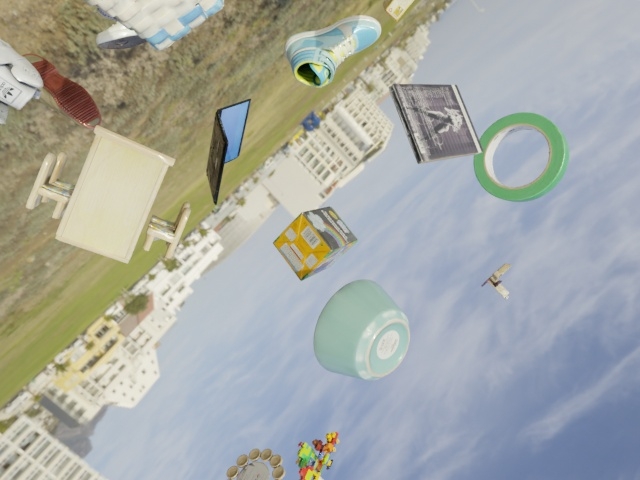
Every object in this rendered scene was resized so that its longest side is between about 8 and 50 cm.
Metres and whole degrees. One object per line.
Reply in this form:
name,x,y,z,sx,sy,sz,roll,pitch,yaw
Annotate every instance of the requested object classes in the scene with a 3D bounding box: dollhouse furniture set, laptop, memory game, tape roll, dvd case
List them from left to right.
dollhouse furniture set,-0.503,-0.131,1.146,0.257,0.361,0.394,-65,-158,3
laptop,-0.277,-0.283,1.426,0.235,0.136,0.265,112,-34,-41
memory game,-0.183,0.652,1.227,0.186,0.012,0.186,-15,-148,9
dvd case,0.244,-0.247,0.937,0.221,0.165,0.018,-16,173,-38
dollhouse furniture set,0.574,0.119,1.383,0.114,0.081,0.091,-35,160,-24
tape roll,0.734,-0.304,1.671,0.321,0.322,0.077,-37,157,33

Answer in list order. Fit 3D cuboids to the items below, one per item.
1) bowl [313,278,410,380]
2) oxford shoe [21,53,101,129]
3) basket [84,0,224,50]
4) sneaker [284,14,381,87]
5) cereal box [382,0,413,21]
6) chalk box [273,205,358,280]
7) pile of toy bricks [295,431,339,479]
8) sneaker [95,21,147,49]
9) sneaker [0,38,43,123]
bowl,0.148,0.289,1.349,0.311,0.312,0.163,-47,-142,-15
oxford shoe,-0.974,-0.537,1.705,0.130,0.348,0.123,-38,-172,50
basket,-0.273,-0.427,0.604,0.200,0.289,0.255,-26,-129,10
sneaker,0.050,-0.578,1.418,0.318,0.127,0.209,-15,-126,8
cereal box,0.249,-0.660,1.103,0.240,0.047,0.173,-45,-162,29
chalk box,0.000,0.000,1.677,0.179,0.180,0.288,-44,167,27
pile of toy bricks,-0.032,0.680,1.419,0.118,0.105,0.212,-41,-174,38
sneaker,-0.640,-0.751,1.554,0.289,0.123,0.106,-25,-171,-13
sneaker,-0.648,-0.329,0.822,0.137,0.210,0.366,-41,-156,5
